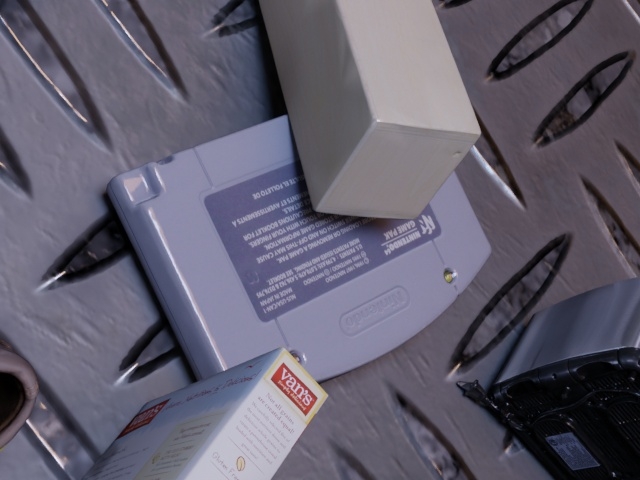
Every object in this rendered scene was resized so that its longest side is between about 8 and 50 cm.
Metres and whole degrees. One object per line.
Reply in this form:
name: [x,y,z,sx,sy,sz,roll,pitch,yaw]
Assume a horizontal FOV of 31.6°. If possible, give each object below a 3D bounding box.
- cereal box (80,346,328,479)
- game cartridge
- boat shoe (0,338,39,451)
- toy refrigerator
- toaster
cereal box: [-0.113,0.170,0.622,0.047,0.173,0.240,49,52,-12]
game cartridge: [0.000,0.000,0.852,0.294,0.060,0.196,-24,84,-40]
boat shoe: [-0.291,0.116,0.539,0.324,0.097,0.116,-22,115,-41]
toy refrigerator: [0.027,-0.153,0.844,0.094,0.102,0.269,4,52,-27]
toaster: [0.244,0.127,0.914,0.185,0.168,0.110,47,49,-14]
